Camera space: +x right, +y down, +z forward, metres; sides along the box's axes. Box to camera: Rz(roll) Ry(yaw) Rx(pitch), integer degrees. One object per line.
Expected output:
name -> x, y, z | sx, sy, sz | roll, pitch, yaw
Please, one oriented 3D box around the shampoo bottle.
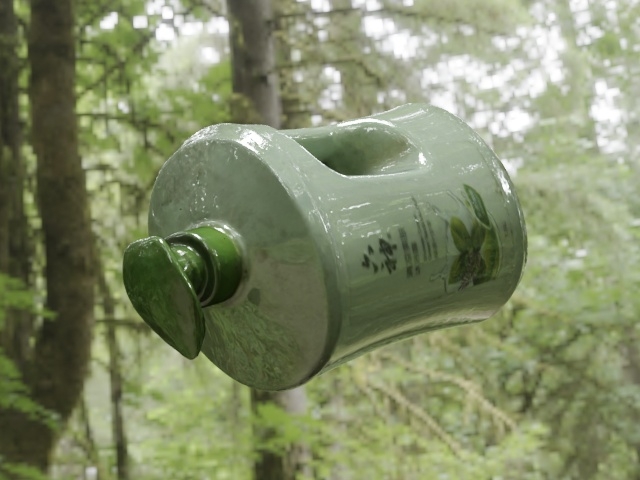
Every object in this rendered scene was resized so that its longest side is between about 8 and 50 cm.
shampoo bottle -> 0.000, 0.000, 0.597 | 0.087, 0.118, 0.234 | -33, -11, 33
